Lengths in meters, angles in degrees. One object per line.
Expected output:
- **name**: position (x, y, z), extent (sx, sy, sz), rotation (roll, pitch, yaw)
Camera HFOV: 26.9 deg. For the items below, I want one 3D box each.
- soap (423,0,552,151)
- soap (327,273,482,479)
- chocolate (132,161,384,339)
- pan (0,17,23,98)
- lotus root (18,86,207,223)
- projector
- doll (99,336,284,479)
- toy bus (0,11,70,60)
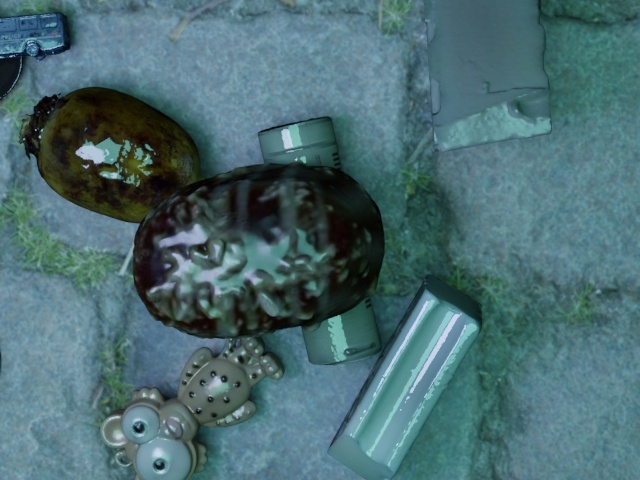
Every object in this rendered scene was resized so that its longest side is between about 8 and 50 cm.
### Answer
- **soap**: position (0.207, -0.266, 1.718), extent (0.159, 0.258, 0.302), rotation (-6, 97, 7)
- **soap**: position (0.113, 0.197, 1.833), extent (0.095, 0.173, 0.289), rotation (30, 100, 2)
- **chocolate**: position (-0.088, 0.020, 1.700), extent (0.340, 0.210, 0.225), rotation (-7, 95, 6)
- **pan**: position (-0.537, -0.263, 1.903), extent (0.235, 0.028, 0.136), rotation (2, 97, 2)
- **lotus root**: position (-0.273, -0.113, 1.842), extent (0.314, 0.141, 0.169), rotation (21, 103, -2)
- **projector**: position (0.000, 0.000, 1.850), extent (0.108, 0.108, 0.337), rotation (-12, 97, 7)
- **doll**: position (-0.183, 0.234, 1.897), extent (0.154, 0.119, 0.278), rotation (43, 95, -5)
- **toy bus**: position (-0.433, -0.281, 1.859), extent (0.166, 0.047, 0.065), rotation (-5, 90, 1)
